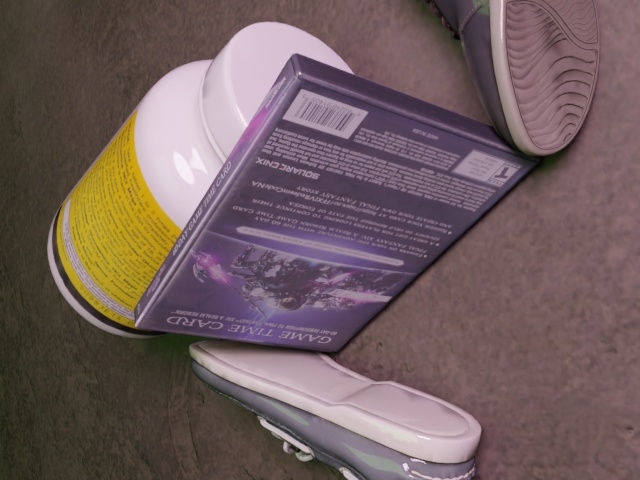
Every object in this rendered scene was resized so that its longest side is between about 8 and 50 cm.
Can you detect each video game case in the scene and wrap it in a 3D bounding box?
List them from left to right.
[{"bbox_3d":[0.000,0.000,0.509,0.274,0.196,0.026,-49,40,40],"label":"video game case"}]

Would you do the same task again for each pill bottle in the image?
[{"bbox_3d":[-0.108,-0.041,0.622,0.334,0.188,0.187,-32,72,45],"label":"pill bottle"}]

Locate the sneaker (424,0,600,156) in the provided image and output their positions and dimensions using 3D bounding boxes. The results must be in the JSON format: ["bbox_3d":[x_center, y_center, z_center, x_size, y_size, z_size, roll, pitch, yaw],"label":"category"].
[{"bbox_3d":[0.111,-0.164,0.465,0.118,0.083,0.222,0,102,66],"label":"sneaker"}]

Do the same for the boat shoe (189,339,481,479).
[{"bbox_3d":[-0.012,0.161,0.602,0.319,0.116,0.099,12,100,41],"label":"boat shoe"}]
